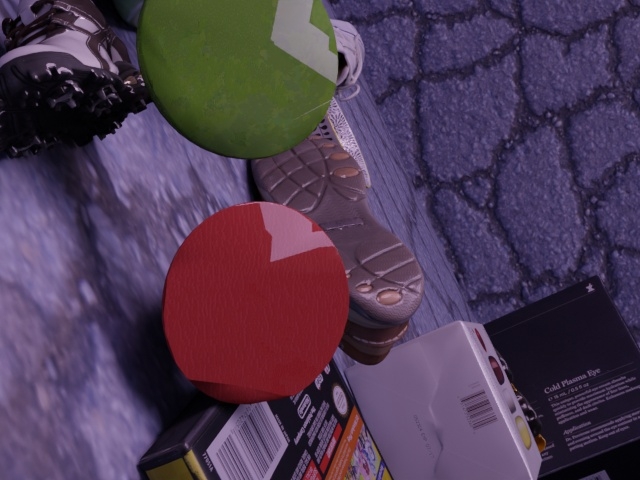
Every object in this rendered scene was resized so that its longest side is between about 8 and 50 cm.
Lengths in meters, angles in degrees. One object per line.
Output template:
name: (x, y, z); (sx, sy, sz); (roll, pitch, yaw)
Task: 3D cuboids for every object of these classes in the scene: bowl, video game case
bowl: (0.000, -0.136, 1.186); (0.170, 0.080, 0.170); (61, 12, -23)
video game case: (-0.003, 0.190, 0.580); (0.248, 0.035, 0.275); (64, 17, -7)

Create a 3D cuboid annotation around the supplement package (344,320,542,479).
supplement package: (0.152, 0.210, 0.985); (0.194, 0.149, 0.203); (68, 13, 12)

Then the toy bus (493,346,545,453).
toy bus: (0.209, 0.228, 1.258); (0.220, 0.149, 0.211); (58, 0, -20)

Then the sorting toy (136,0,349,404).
sorting toy: (-0.070, -0.085, 0.537); (0.126, 0.127, 0.365); (-3, -89, 61)

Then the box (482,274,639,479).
box: (0.389, 0.281, 1.400); (0.179, 0.343, 0.312); (53, 18, -41)

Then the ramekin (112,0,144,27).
ramekin: (-0.065, -0.294, 0.722); (0.303, 0.303, 0.148); (-52, 125, -77)

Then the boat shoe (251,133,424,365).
boat shoe: (0.000, 0.000, 0.890); (0.324, 0.123, 0.116); (-115, -155, -46)

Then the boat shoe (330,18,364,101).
boat shoe: (0.008, -0.298, 1.420); (0.156, 0.136, 0.367); (67, 15, 10)

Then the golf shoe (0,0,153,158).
golf shoe: (-0.156, -0.103, 0.476); (0.094, 0.077, 0.198); (60, 2, -8)
